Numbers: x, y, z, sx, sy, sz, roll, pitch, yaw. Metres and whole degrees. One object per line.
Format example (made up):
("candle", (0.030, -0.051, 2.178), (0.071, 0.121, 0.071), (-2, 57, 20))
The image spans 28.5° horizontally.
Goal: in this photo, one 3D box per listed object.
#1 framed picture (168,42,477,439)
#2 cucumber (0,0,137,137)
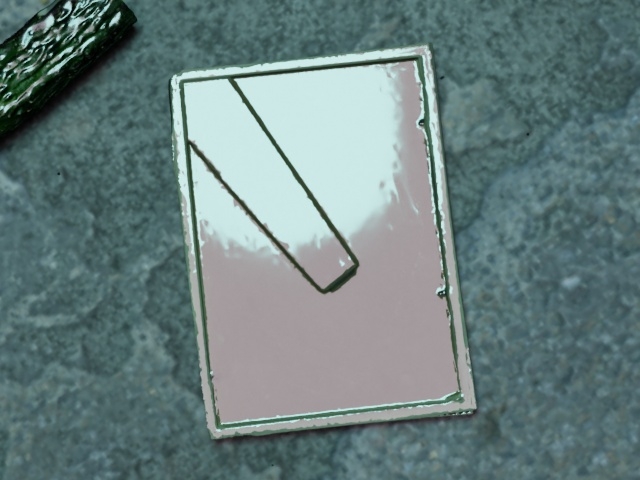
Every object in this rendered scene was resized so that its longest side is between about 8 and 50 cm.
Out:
("framed picture", (0.000, 0.000, 0.863), (0.189, 0.023, 0.260), (-8, 85, 2))
("cucumber", (-0.211, -0.111, 0.870), (0.187, 0.058, 0.058), (-37, 84, 1))
